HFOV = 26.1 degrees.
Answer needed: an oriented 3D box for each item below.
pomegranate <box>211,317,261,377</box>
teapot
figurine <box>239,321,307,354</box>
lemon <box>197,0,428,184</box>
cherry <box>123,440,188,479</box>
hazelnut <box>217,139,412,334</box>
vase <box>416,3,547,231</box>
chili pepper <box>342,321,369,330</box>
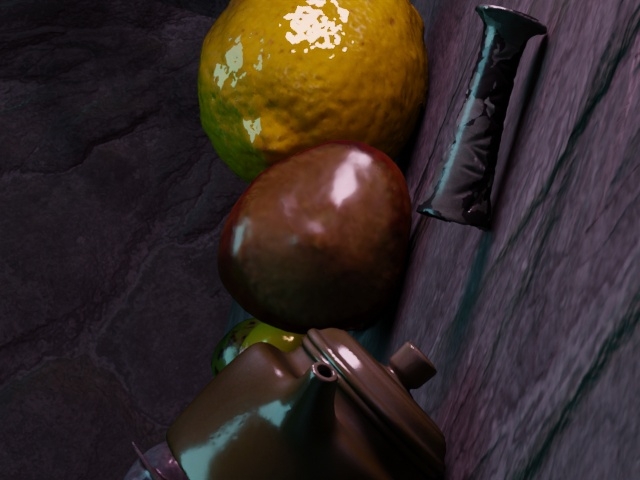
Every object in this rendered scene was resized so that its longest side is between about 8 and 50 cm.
[{"bbox_3d":[-0.091,0.167,1.941,0.143,0.122,0.169,71,-161,-46],"label":"pomegranate"},{"bbox_3d":[0.015,0.147,0.998,0.175,0.185,0.268,-42,-24,0],"label":"teapot"},{"bbox_3d":[-0.053,0.192,1.639,0.185,0.127,0.234,107,165,-56],"label":"figurine"},{"bbox_3d":[-0.005,-0.181,1.516,0.310,0.253,0.253,-61,-3,-40],"label":"lemon"},{"bbox_3d":[-0.195,0.397,1.983,0.266,0.183,0.213,59,-158,-62],"label":"cherry"},{"bbox_3d":[0.006,0.008,1.368,0.186,0.210,0.210,45,124,49],"label":"hazelnut"},{"bbox_3d":[0.124,-0.093,1.056,0.059,0.059,0.167,-153,79,-83],"label":"vase"},{"bbox_3d":[0.038,0.077,1.497,0.178,0.027,0.045,162,119,-82],"label":"chili pepper"}]
